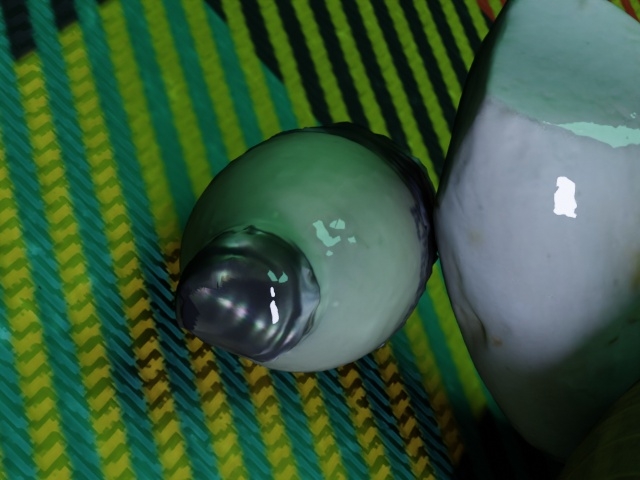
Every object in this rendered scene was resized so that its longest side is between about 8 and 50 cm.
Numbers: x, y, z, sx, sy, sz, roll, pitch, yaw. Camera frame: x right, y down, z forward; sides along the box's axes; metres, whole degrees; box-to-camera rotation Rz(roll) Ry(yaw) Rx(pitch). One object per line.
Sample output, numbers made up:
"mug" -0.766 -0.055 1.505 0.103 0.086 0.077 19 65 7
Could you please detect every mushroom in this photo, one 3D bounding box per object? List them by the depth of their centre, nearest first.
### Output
"mushroom" 0.107 0.026 0.756 0.103 0.270 0.118 13 49 22

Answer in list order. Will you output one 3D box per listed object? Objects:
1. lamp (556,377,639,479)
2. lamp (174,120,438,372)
"lamp" 0.179 0.148 0.656 0.284 0.250 0.250 5 51 -38
"lamp" 0.000 0.000 0.738 0.101 0.101 0.250 49 19 0
